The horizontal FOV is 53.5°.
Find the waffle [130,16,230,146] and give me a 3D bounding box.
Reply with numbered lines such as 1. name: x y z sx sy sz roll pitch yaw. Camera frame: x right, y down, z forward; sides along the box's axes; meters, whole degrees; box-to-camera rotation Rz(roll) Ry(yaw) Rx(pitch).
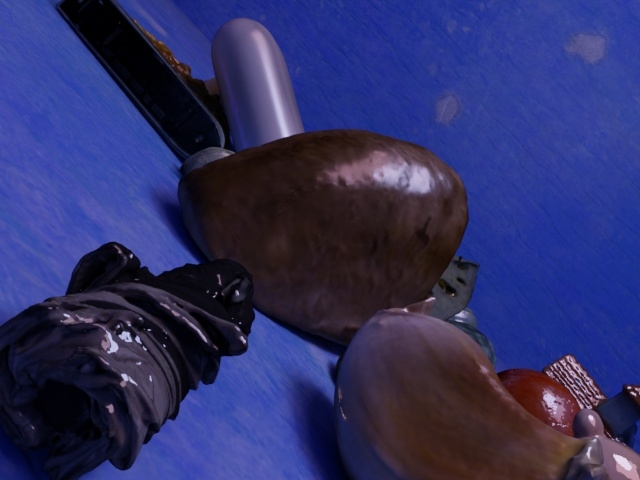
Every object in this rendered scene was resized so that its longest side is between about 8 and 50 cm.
1. waffle: -0.298 -0.327 1.296 0.302 0.068 0.325 36 13 -50

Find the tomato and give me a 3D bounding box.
1. tomato: 0.345 0.320 1.098 0.208 0.208 0.184 38 8 -44

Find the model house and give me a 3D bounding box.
1. model house: 0.537 0.377 1.357 0.295 0.329 0.251 54 15 27

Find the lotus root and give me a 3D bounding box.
1. lotus root: 0.117 0.065 1.249 0.267 0.149 0.260 9 6 -33

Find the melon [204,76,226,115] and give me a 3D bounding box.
1. melon: -0.220 -0.309 1.512 0.139 0.093 0.202 49 10 -48

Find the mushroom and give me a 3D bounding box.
1. mushroom: 0.017 -0.036 0.881 0.397 0.314 0.224 28 18 -49

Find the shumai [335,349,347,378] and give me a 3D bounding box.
1. shumai: 0.082 0.192 0.852 0.123 0.087 0.099 6 29 9

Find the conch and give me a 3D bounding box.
1. conch: 0.255 0.212 1.289 0.220 0.195 0.277 39 44 -12

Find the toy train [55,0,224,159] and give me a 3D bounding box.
1. toy train: -0.289 -0.274 1.077 0.407 0.086 0.088 50 4 13

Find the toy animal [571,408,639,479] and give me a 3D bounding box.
1. toy animal: 0.402 0.438 0.928 0.246 0.345 0.277 16 -21 14

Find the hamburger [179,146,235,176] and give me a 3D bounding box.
1. hamburger: -0.144 -0.092 0.967 0.121 0.084 0.054 46 8 -19

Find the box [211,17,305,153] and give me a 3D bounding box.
1. box: -0.122 -0.279 1.349 0.289 0.141 0.349 -74 149 -84

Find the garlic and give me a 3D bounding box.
1. garlic: 0.152 0.218 0.654 0.286 0.249 0.313 19 6 -38

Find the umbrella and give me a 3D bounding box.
1. umbrella: -0.106 0.053 0.480 0.113 0.106 0.357 44 9 1
